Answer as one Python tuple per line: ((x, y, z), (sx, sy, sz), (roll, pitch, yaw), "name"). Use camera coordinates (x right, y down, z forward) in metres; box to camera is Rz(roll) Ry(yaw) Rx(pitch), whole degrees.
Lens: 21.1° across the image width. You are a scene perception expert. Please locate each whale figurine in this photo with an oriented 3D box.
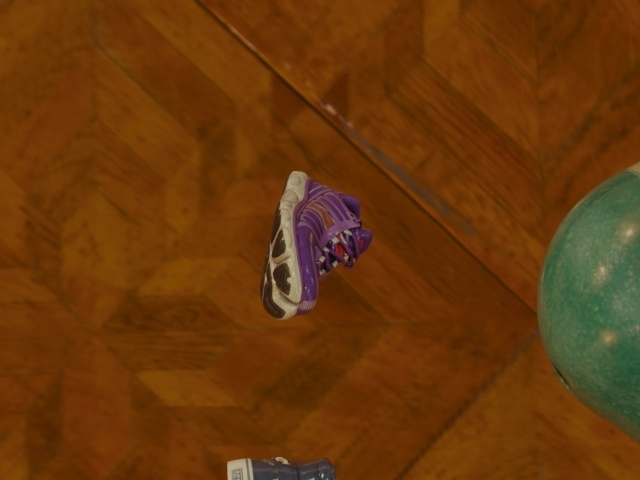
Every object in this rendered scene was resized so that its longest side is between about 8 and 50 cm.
((0.220, 0.087, 0.968), (0.141, 0.216, 0.272), (-28, 81, -2), "whale figurine")

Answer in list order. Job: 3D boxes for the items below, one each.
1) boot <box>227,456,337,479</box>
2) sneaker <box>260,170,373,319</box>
((-0.032, 0.211, 1.391), (0.086, 0.190, 0.069), (-3, 79, -4), "boot")
((0.000, 0.000, 1.195), (0.071, 0.170, 0.068), (13, 118, 1), "sneaker")
